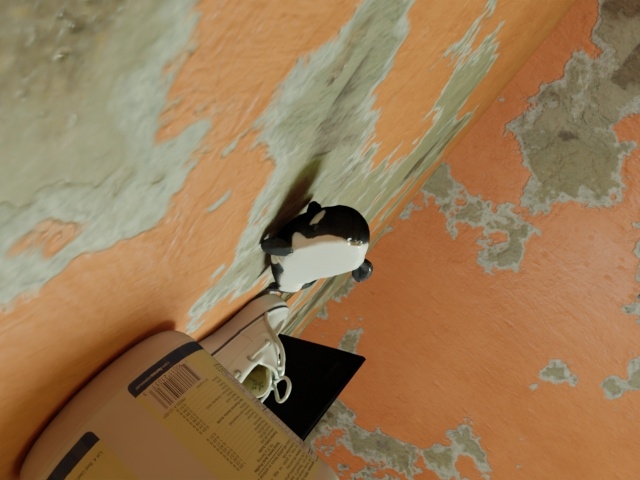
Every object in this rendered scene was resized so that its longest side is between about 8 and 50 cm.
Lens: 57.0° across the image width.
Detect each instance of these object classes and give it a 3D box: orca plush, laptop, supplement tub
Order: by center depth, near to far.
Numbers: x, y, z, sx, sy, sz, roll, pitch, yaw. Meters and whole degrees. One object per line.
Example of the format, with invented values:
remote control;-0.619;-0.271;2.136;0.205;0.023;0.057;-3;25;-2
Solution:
supplement tub;-0.126;0.284;0.643;0.235;0.325;0.235;-47;172;-8
orca plush;0.000;0.000;0.821;0.287;0.151;0.102;102;-2;-69
laptop;-0.165;0.393;1.313;0.382;0.236;0.408;-38;167;-53

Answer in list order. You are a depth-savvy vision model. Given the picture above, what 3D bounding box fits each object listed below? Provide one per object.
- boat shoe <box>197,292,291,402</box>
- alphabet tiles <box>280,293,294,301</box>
boat shoe;-0.117;0.210;0.967;0.135;0.156;0.367;-52;171;24
alphabet tiles;-0.022;0.068;1.368;0.237;0.009;0.198;-40;168;-47
